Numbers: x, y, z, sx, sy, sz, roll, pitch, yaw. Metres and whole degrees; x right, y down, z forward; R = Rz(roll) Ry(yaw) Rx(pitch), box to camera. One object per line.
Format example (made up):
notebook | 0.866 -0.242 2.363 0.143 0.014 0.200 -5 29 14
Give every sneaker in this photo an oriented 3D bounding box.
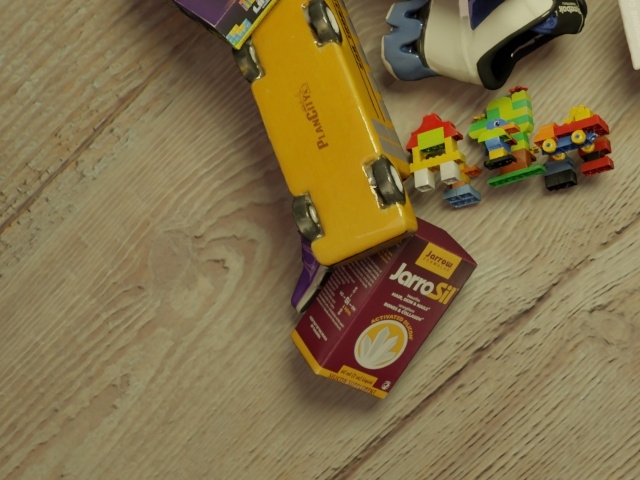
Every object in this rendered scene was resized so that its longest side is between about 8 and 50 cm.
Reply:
sneaker | 0.000 0.000 1.334 0.071 0.068 0.170 19 92 24
sneaker | 0.194 -0.289 1.192 0.182 0.127 0.315 25 110 29

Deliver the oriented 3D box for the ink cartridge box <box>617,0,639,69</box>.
ink cartridge box | 0.386 -0.320 1.121 0.239 0.060 0.275 -13 97 15

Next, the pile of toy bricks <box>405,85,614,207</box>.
pile of toy bricks | 0.204 -0.114 1.260 0.212 0.118 0.105 -15 66 29

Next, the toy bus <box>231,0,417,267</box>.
toy bus | 0.002 -0.141 1.234 0.108 0.130 0.333 -24 79 16

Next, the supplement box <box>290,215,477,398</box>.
supplement box | 0.068 0.066 1.288 0.104 0.081 0.188 25 106 -34

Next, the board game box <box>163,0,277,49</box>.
board game box | -0.102 -0.292 1.217 0.141 0.048 0.170 -51 52 -2
